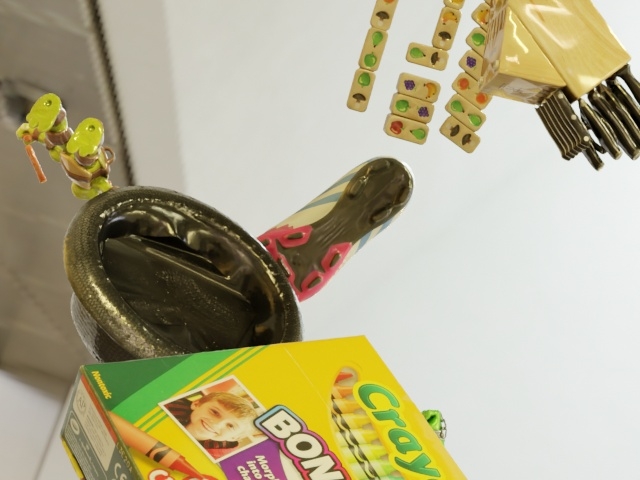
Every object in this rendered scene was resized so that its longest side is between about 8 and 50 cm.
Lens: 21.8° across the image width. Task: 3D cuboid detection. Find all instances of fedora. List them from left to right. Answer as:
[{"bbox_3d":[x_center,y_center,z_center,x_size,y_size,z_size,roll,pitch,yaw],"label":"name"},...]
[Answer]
[{"bbox_3d":[-0.191,0.092,2.086,0.334,0.334,0.152,25,-48,-19],"label":"fedora"}]

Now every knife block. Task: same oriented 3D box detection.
[{"bbox_3d":[0.328,-0.233,2.072,0.242,0.276,0.088,11,-14,-11],"label":"knife block"}]

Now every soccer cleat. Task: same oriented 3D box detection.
[{"bbox_3d":[0.000,0.000,2.407,0.116,0.331,0.143,54,-5,0],"label":"soccer cleat"}]

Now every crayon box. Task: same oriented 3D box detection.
[{"bbox_3d":[-0.017,0.250,1.480,0.313,0.363,0.106,-5,-47,-33],"label":"crayon box"}]

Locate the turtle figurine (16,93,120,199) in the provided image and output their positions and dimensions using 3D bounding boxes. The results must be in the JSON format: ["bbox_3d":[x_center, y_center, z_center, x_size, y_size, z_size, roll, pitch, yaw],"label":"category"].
[{"bbox_3d":[-0.319,-0.102,2.265,0.269,0.087,0.217,45,-17,18],"label":"turtle figurine"}]

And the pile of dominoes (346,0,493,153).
[{"bbox_3d":[0.158,-0.256,2.264,0.196,0.251,0.040,16,8,-7],"label":"pile of dominoes"}]

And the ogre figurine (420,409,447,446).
[{"bbox_3d":[0.122,0.328,2.262,0.097,0.118,0.197,24,-49,-39],"label":"ogre figurine"}]
